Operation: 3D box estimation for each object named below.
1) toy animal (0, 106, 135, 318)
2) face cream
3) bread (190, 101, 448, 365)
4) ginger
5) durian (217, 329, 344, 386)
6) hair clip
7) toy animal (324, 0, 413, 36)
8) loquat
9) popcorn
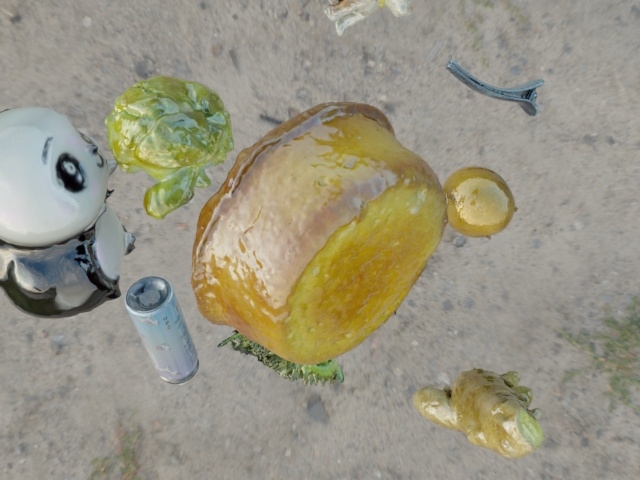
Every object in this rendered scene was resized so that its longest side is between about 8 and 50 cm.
[{"bbox_3d":[-0.424,-0.051,1.207,0.250,0.251,0.310,-11,124,0],"label":"toy animal"},{"bbox_3d":[-0.240,0.153,1.233,0.075,0.229,0.075,-4,48,4],"label":"face cream"},{"bbox_3d":[0.002,-0.005,0.890,0.172,0.312,0.312,39,89,32],"label":"bread"},{"bbox_3d":[0.206,0.203,0.945,0.115,0.205,0.081,5,94,-28],"label":"ginger"},{"bbox_3d":[-0.044,0.201,1.415,0.106,0.375,0.132,-15,62,29],"label":"durian"},{"bbox_3d":[0.368,-0.325,1.662,0.275,0.048,0.083,5,102,-36],"label":"hair clip"},{"bbox_3d":[0.098,-0.512,1.528,0.185,0.104,0.184,-13,76,19],"label":"toy animal"},{"bbox_3d":[0.291,-0.070,1.469,0.141,0.141,0.141,0,89,0],"label":"loquat"},{"bbox_3d":[-0.225,-0.138,1.161,0.197,0.198,0.213,-4,92,0],"label":"popcorn"}]
